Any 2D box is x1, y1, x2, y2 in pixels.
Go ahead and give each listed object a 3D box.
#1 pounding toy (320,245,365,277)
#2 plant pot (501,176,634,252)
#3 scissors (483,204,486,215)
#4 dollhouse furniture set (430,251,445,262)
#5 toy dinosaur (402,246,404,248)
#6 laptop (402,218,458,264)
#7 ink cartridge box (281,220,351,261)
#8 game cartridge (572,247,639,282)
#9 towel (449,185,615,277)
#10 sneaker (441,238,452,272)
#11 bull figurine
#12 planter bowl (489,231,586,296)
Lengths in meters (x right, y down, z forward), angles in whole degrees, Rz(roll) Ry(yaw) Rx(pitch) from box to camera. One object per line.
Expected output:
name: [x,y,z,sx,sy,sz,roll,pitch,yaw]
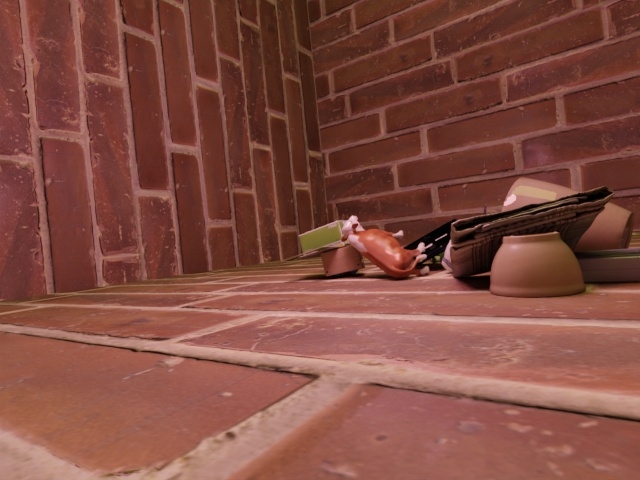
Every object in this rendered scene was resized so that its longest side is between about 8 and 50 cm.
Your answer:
pounding toy: [0.124,0.069,1.443,0.205,0.094,0.181,-14,-6,10]
plant pot: [0.680,-0.033,1.123,0.256,0.257,0.273,-5,15,-45]
scissors: [0.547,-0.013,1.373,0.021,0.109,0.297,5,-19,18]
dollhouse furniture set: [0.488,0.057,1.660,0.076,0.059,0.151,-5,0,8]
toy dinosaur: [0.401,0.074,2.090,0.211,0.064,0.112,4,-16,14]
laptop: [0.406,0.043,1.434,0.234,0.137,0.264,-34,13,24]
ink cartridge box: [0.000,0.000,1.447,0.188,0.097,0.255,-19,-9,34]
game cartridge: [0.620,0.049,0.844,0.294,0.060,0.196,-6,-4,29]
towel: [0.450,0.005,0.925,0.311,0.056,0.324,-13,-25,14]
sneaker: [0.484,0.019,1.262,0.296,0.131,0.112,-8,45,-32]
bull figurine: [0.200,0.021,1.277,0.188,0.101,0.310,-6,33,-29]
planter bowl: [0.402,0.041,0.773,0.161,0.109,0.162,-6,0,0]
